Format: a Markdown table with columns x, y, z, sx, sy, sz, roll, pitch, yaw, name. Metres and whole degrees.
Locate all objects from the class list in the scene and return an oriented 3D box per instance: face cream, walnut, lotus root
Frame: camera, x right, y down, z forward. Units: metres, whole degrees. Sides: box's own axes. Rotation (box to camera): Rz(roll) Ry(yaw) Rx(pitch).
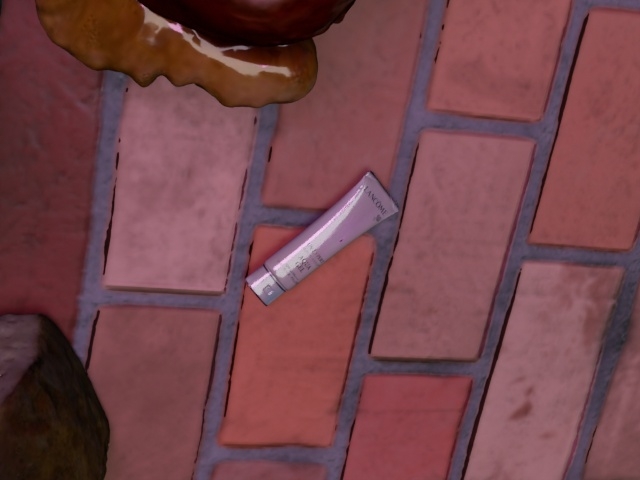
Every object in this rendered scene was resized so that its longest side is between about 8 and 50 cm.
| x | y | z | sx | sy | sz | roll | pitch | yaw | name |
| --- | --- | --- | --- | --- | --- | --- | --- | --- | --- |
| 0.000 | 0.000 | 0.935 | 0.115 | 0.020 | 0.038 | -39 | 118 | 0 | face cream |
| -0.074 | -0.206 | 0.720 | 0.269 | 0.222 | 0.244 | 36 | 118 | -12 | walnut |
| -0.249 | 0.150 | 0.880 | 0.235 | 0.138 | 0.119 | -24 | 129 | -11 | lotus root |

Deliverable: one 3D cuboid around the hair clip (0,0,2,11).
| x | y | z | sx | sy | sz | roll | pitch | yaw | name |
| --- | --- | --- | --- | --- | --- | --- | --- | --- | --- |
| -0.278 | -0.079 | 0.738 | 0.206 | 0.194 | 0.310 | 5 | 116 | -5 | hair clip |
